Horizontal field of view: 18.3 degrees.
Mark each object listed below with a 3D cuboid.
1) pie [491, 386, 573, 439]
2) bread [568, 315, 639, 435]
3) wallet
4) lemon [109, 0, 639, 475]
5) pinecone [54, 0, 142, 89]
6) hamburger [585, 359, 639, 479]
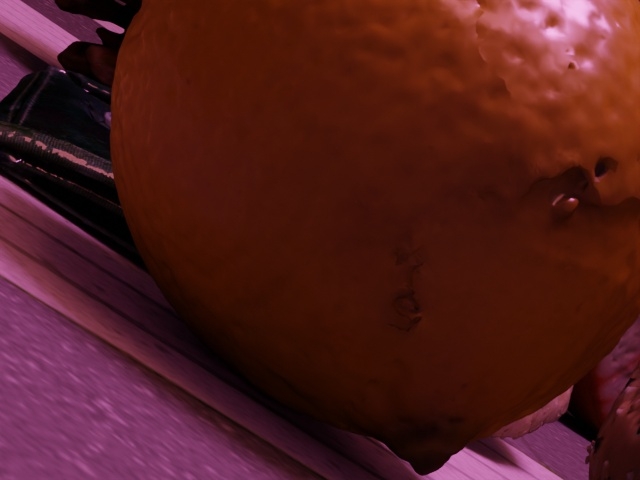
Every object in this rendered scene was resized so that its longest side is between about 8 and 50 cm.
[{"bbox_3d":[0.072,0.030,1.130,0.185,0.052,0.218,32,26,-29],"label":"pie"},{"bbox_3d":[0.327,0.038,1.566,0.295,0.327,0.114,52,-4,-34],"label":"bread"},{"bbox_3d":[-0.092,-0.035,1.017,0.160,0.055,0.236,28,7,-8],"label":"wallet"},{"bbox_3d":[0.028,-0.043,0.822,0.253,0.228,0.228,52,9,13],"label":"lemon"},{"bbox_3d":[0.008,-0.194,1.435,0.384,0.384,0.384,35,5,-3],"label":"pinecone"},{"bbox_3d":[0.260,0.089,0.839,0.195,0.277,0.318,54,-23,-4],"label":"hamburger"}]
